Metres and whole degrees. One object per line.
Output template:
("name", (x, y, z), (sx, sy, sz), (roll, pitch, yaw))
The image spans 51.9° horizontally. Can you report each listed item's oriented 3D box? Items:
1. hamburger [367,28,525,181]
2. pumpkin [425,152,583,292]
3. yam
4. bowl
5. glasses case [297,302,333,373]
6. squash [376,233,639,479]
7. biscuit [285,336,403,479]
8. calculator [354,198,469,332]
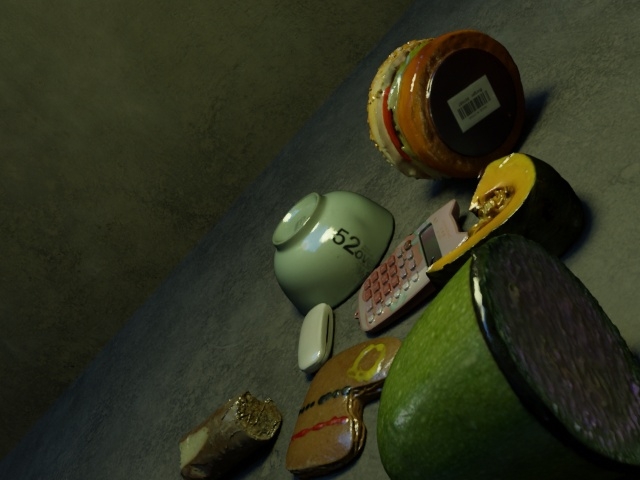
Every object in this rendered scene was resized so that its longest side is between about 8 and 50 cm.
("hamburger", (0.277, -0.298, 1.483), (0.330, 0.330, 0.250), (-54, 20, -14))
("pumpkin", (0.314, -0.024, 1.170), (0.280, 0.139, 0.190), (-37, 27, 21))
("yam", (-0.205, 0.435, 1.442), (0.238, 0.129, 0.128), (-39, -12, 23))
("bowl", (0.000, 0.000, 1.693), (0.354, 0.185, 0.354), (-41, 22, 20))
("glasses case", (-0.011, 0.222, 1.515), (0.081, 0.051, 0.204), (-39, 23, 27))
("squash", (0.198, 0.197, 0.837), (0.309, 0.310, 0.310), (-42, 20, 36))
("biscuit", (0.047, 0.308, 1.247), (0.262, 0.052, 0.277), (-28, 29, 45))
("calculator", (0.190, 0.066, 1.400), (0.329, 0.048, 0.220), (-43, 22, 22))
